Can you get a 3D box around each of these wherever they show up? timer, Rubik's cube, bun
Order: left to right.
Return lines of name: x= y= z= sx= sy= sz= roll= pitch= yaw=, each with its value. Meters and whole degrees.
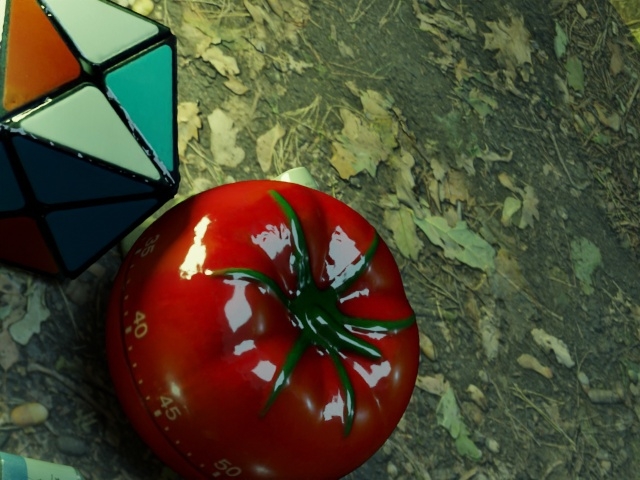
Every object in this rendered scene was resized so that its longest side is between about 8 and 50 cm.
Rubik's cube: x=-0.327 y=-0.132 z=1.801 sx=0.246 sy=0.248 sz=0.250 roll=21 pitch=51 yaw=-36
bun: x=-0.206 y=0.008 z=1.979 sx=0.086 sy=0.055 sz=0.086 roll=25 pitch=50 yaw=-34
timer: x=-0.073 y=0.119 z=1.864 sx=0.378 sy=0.279 sz=0.378 roll=19 pitch=60 yaw=-36

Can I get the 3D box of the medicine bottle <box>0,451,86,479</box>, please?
medicine bottle: x=-0.296 y=0.285 z=1.714 sx=0.208 sy=0.054 sz=0.090 roll=19 pitch=54 yaw=-37

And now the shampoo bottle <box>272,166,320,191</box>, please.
shampoo bottle: x=0.000 y=0.000 z=2.194 sx=0.072 sy=0.049 sz=0.212 roll=-9 pitch=71 yaw=-51
